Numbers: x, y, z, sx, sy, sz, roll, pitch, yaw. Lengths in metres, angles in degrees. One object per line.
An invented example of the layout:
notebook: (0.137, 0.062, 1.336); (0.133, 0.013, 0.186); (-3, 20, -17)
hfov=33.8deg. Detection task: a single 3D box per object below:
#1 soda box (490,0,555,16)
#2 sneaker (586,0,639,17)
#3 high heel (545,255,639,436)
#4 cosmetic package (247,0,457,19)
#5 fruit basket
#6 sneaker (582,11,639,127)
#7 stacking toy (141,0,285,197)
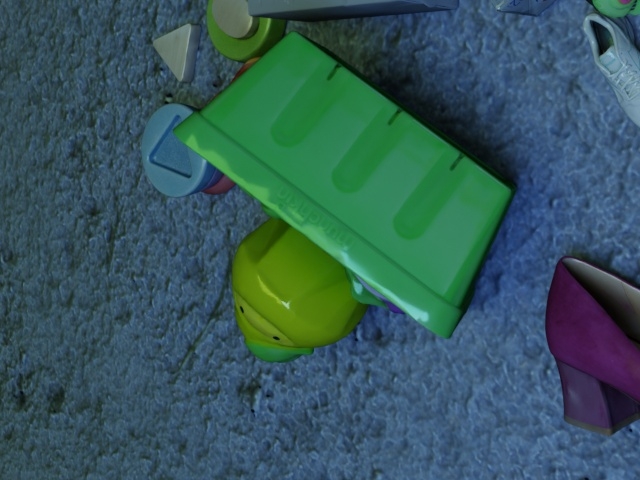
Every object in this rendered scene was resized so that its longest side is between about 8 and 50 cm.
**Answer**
soda box: (0.183, -0.389, 1.160); (0.098, 0.091, 0.286); (-41, 68, 36)
sneaker: (0.287, -0.456, 1.043); (0.202, 0.185, 0.482); (-4, 88, 58)
high heel: (0.379, 0.115, 1.012); (0.377, 0.127, 0.181); (2, 106, 43)
cosmetic package: (0.036, -0.321, 1.266); (0.238, 0.127, 0.107); (1, 95, 38)
fruit basket: (0.000, 0.000, 1.204); (0.392, 0.283, 0.392); (1, 94, 12)
sneaker: (0.315, -0.173, 1.091); (0.054, 0.061, 0.152); (-38, 72, 34)
stacking toy: (-0.152, -0.215, 1.429); (0.309, 0.130, 0.279); (-28, 77, 37)
